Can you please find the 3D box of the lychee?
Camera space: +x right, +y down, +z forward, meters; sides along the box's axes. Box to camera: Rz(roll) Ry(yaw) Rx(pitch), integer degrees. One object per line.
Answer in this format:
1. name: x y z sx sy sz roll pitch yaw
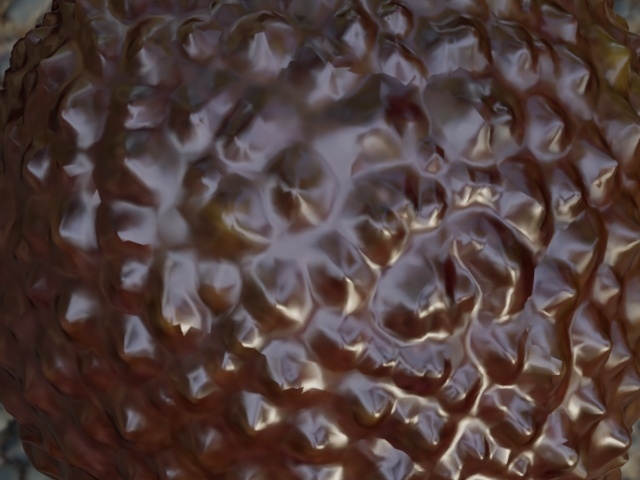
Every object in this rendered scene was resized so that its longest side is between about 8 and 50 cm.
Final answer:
1. lychee: 0.000 0.000 0.723 0.276 0.276 0.304 -13 88 -30
